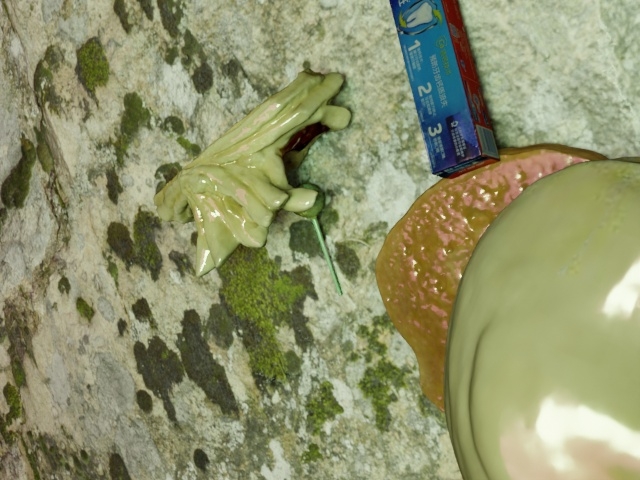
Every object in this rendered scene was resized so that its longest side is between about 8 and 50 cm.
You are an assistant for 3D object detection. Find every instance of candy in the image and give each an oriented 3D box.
[{"bbox_3d":[0.000,0.000,1.060,0.061,0.061,0.202,-13,101,36],"label":"candy"}]

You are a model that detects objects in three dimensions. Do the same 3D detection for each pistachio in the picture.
[{"bbox_3d":[0.288,0.133,0.654,0.365,0.281,0.445,26,106,46],"label":"pistachio"}]

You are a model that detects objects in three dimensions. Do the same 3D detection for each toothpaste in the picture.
[{"bbox_3d":[0.158,-0.247,0.845,0.076,0.066,0.320,-18,78,36],"label":"toothpaste"}]

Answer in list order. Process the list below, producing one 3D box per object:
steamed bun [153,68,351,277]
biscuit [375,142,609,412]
[{"bbox_3d":[-0.125,-0.086,1.017,0.428,0.247,0.189,-31,96,33],"label":"steamed bun"},{"bbox_3d":[0.266,0.062,0.870,0.385,0.062,0.365,-25,83,34],"label":"biscuit"}]
